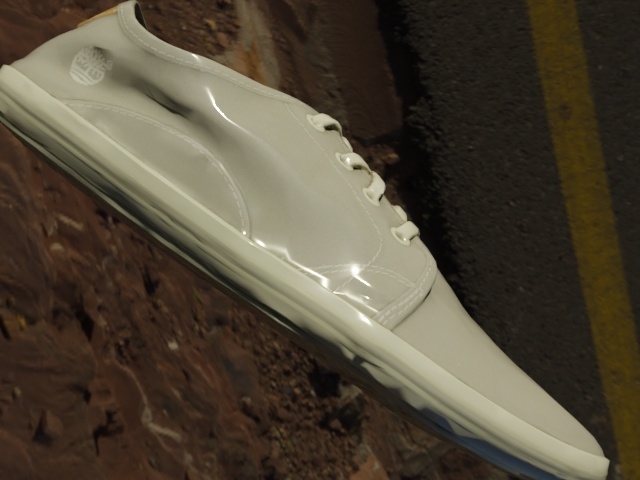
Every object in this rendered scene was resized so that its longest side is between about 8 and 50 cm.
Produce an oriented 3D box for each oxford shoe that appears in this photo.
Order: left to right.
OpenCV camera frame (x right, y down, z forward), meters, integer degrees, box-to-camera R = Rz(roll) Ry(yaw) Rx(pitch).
[{"bbox_3d":[0.000,0.000,0.561,0.449,0.169,0.130,37,80,5],"label":"oxford shoe"}]
